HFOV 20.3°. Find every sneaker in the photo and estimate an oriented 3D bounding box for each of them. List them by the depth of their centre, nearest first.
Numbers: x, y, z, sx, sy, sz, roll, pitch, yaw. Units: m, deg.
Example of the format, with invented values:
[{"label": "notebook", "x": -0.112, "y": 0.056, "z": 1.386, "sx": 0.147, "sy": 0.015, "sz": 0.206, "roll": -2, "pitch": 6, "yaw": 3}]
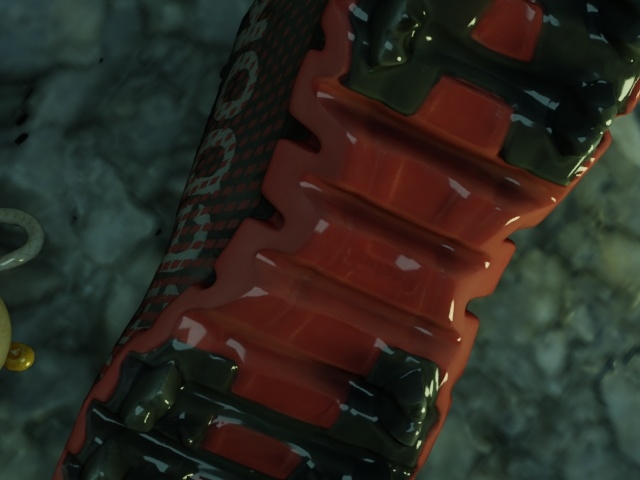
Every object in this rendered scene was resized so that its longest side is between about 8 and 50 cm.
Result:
[{"label": "sneaker", "x": 0.001, "y": 0.000, "z": 0.547, "sx": 0.098, "sy": 0.135, "sz": 0.276, "roll": 27, "pitch": 104, "yaw": -16}]

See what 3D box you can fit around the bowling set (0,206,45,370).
[{"label": "bowling set", "x": -0.185, "y": -0.087, "z": 0.429, "sx": 0.287, "sy": 0.200, "sz": 0.154, "roll": 9, "pitch": 39, "yaw": -25}]
